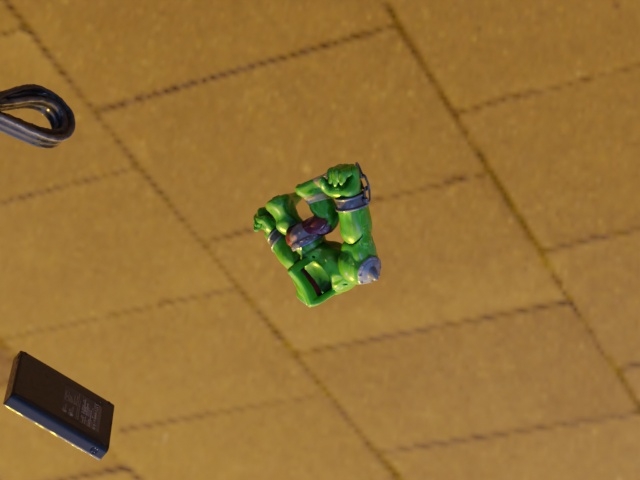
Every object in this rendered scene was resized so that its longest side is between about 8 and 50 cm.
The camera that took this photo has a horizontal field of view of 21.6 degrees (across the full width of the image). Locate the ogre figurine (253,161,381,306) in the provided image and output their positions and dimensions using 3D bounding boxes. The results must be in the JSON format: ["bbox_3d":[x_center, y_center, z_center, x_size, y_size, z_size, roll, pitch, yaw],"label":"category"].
[{"bbox_3d":[0.000,0.000,1.673,0.197,0.097,0.118,-23,87,39],"label":"ogre figurine"}]

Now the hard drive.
[{"bbox_3d":[-0.307,0.193,1.982,0.135,0.094,0.022,34,115,-20],"label":"hard drive"}]

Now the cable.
[{"bbox_3d":[-0.349,-0.151,1.673,0.287,0.139,0.072,24,129,-38],"label":"cable"}]
